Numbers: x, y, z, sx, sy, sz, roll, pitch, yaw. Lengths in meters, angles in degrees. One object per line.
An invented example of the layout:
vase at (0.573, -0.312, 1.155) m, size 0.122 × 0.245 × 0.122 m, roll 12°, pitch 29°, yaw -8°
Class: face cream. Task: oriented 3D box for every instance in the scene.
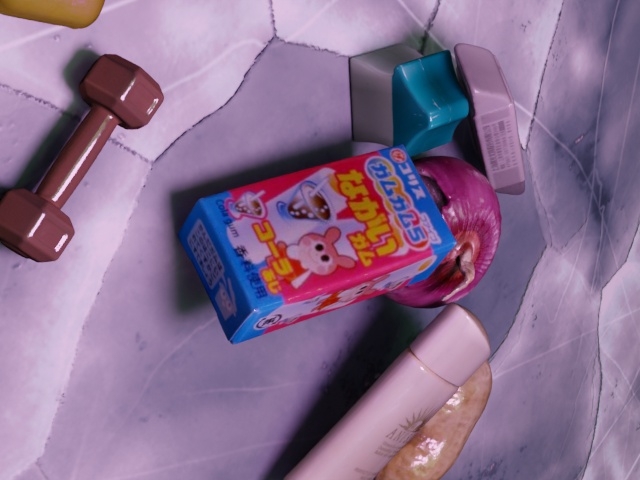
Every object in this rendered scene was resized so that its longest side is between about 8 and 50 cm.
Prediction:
face cream at (0.101, 0.234, 1.577) m, size 0.348 × 0.081 × 0.173 m, roll -47°, pitch 155°, yaw 5°

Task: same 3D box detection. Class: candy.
candy at (0.000, -0.001, 1.387) m, size 0.306 × 0.157 × 0.100 m, roll -16°, pitch 159°, yaw -31°

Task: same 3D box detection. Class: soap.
soap at (-0.271, -0.261, 1.144) m, size 0.140 × 0.045 × 0.089 m, roll 2°, pitch 106°, yaw -45°

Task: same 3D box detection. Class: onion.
onion at (0.162, -0.010, 1.578) m, size 0.201 × 0.201 × 0.207 m, roll -1°, pitch 88°, yaw -45°

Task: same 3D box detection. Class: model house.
model house at (0.122, -0.180, 1.489) m, size 0.100 × 0.149 × 0.127 m, roll -22°, pitch 120°, yaw -35°

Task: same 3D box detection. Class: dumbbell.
dumbbell at (-0.255, -0.085, 1.197) m, size 0.092 × 0.082 × 0.231 m, roll 44°, pitch 73°, yaw -43°

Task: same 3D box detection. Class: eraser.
eraser at (0.239, -0.160, 1.589) m, size 0.061 × 0.089 × 0.352 m, roll -19°, pitch 154°, yaw 5°

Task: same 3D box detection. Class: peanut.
peanut at (0.163, 0.268, 1.716) m, size 0.137 × 0.122 × 0.253 m, roll 27°, pitch 90°, yaw -46°
